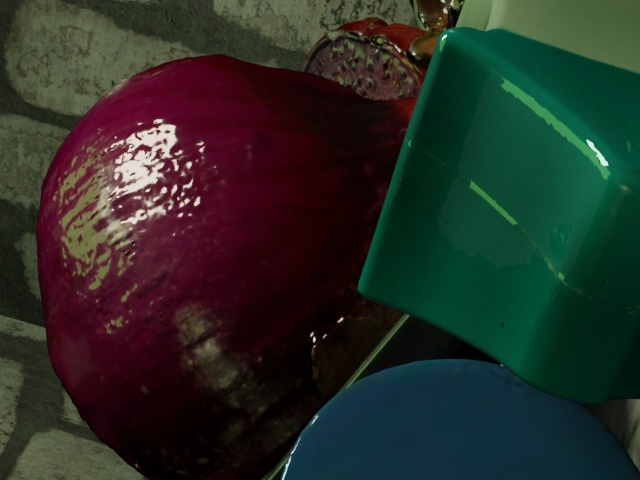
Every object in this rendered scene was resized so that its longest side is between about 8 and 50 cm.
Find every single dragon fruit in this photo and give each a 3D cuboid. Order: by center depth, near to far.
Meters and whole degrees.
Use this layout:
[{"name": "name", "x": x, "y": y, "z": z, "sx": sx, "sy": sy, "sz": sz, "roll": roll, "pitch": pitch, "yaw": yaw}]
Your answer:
[{"name": "dragon fruit", "x": 0.093, "y": -0.086, "z": 1.185, "sx": 0.218, "sy": 0.148, "sz": 0.224, "roll": 64, "pitch": 145, "yaw": 15}]

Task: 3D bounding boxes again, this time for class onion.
[{"name": "onion", "x": 0.000, "y": 0.000, "z": 0.992, "sx": 0.385, "sy": 0.348, "sz": 0.348, "roll": -36, "pitch": 16, "yaw": 20}]

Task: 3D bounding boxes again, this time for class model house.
[{"name": "model house", "x": 0.086, "y": -0.012, "z": 0.441, "sx": 0.149, "sy": 0.127, "sz": 0.100, "roll": -68, "pitch": -5, "yaw": -59}]

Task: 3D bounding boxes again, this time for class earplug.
[{"name": "earplug", "x": 0.035, "y": 0.171, "z": 0.582, "sx": 0.273, "sy": 0.132, "sz": 0.132, "roll": 102, "pitch": -177, "yaw": -56}]

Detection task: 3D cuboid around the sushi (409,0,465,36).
[{"name": "sushi", "x": 0.147, "y": -0.265, "z": 1.434, "sx": 0.292, "sy": 0.059, "sz": 0.294, "roll": 94, "pitch": 161, "yaw": -71}]

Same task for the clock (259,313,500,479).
[{"name": "clock", "x": 0.035, "y": 0.085, "z": 0.707, "sx": 0.279, "sy": 0.049, "sz": 0.273, "roll": -52, "pitch": -7, "yaw": 23}]
